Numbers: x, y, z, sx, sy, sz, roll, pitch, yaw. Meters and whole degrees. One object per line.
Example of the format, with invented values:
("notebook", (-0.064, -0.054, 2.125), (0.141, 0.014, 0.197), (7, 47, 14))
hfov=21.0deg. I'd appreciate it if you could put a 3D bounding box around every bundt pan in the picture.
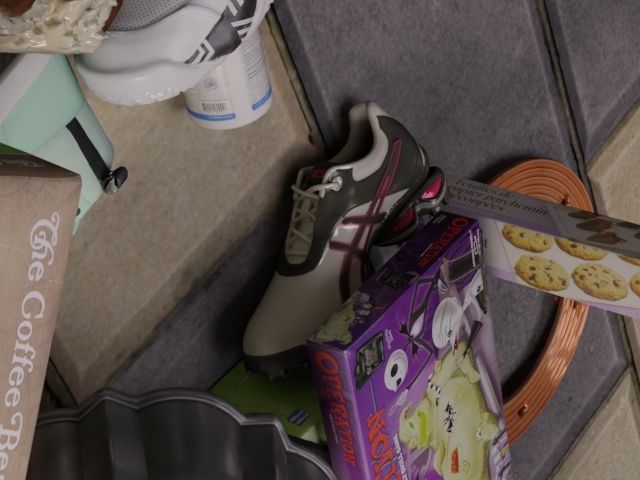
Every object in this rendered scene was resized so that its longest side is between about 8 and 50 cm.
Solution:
("bundt pan", (-0.123, 0.275, 1.224), (0.331, 0.124, 0.330), (-4, 117, -8))

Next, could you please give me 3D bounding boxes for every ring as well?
("ring", (0.190, 0.073, 1.819), (0.337, 0.032, 0.336), (-25, 124, -43))

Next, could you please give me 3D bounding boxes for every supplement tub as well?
("supplement tub", (-0.079, -0.147, 1.340), (0.071, 0.071, 0.107), (-39, 134, -35))

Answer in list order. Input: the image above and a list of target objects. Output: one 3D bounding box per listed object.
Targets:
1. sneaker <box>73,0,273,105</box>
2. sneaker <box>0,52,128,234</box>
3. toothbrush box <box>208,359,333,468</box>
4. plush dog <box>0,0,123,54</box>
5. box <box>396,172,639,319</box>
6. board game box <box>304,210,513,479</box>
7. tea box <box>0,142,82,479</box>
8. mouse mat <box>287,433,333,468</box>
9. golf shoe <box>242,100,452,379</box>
("sneaker", (-0.100, -0.286, 1.203), (0.366, 0.137, 0.210), (-62, 143, -20))
("sneaker", (-0.232, -0.015, 1.177), (0.256, 0.094, 0.151), (-55, 135, -24))
("toothbrush box", (-0.039, 0.228, 1.520), (0.283, 0.122, 0.206), (-41, 134, -32))
("plush dog", (-0.240, -0.230, 1.044), (0.262, 0.211, 0.225), (-16, 106, -79))
("box", (0.216, 0.008, 1.574), (0.063, 0.324, 0.067), (-32, 130, -44))
("board game box", (0.089, 0.172, 1.519), (0.208, 0.056, 0.346), (-39, 132, -36))
("tea box", (-0.331, 0.080, 0.907), (0.220, 0.323, 0.329), (-1, 105, -52))
("mouse mat", (-0.042, 0.254, 1.423), (0.153, 0.007, 0.189), (25, 85, -51))
("golf shoe", (0.000, 0.000, 1.505), (0.273, 0.105, 0.120), (-54, 125, -30))
